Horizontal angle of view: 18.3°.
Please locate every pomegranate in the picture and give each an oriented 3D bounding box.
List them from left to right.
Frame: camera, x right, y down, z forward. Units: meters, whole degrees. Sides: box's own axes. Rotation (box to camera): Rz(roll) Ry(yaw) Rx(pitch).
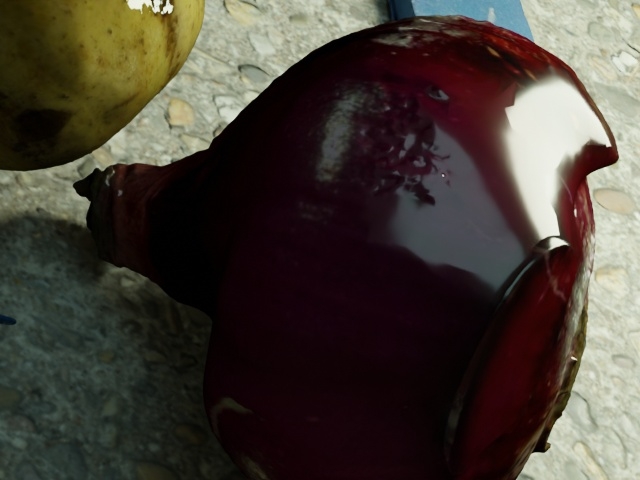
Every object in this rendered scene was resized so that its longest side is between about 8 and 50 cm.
[{"bbox_3d":[-0.225,-0.188,1.513,0.281,0.281,0.281,18,47,-21],"label":"pomegranate"}]

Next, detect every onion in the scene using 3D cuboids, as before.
[{"bbox_3d":[0.000,0.000,1.477,0.420,0.398,0.398,23,41,15],"label":"onion"}]

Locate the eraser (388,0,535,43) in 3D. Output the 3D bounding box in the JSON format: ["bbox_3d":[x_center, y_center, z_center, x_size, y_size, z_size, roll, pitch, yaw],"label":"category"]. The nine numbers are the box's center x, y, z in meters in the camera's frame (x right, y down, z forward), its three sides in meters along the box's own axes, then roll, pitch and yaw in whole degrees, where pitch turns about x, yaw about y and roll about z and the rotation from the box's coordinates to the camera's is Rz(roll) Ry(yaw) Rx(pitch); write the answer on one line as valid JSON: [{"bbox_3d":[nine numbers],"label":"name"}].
[{"bbox_3d":[0.123,-0.282,1.983,0.144,0.043,0.312,9,51,-28],"label":"eraser"}]

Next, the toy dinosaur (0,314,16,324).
[{"bbox_3d":[-0.361,0.083,1.342,0.144,0.076,0.329,49,46,1],"label":"toy dinosaur"}]
